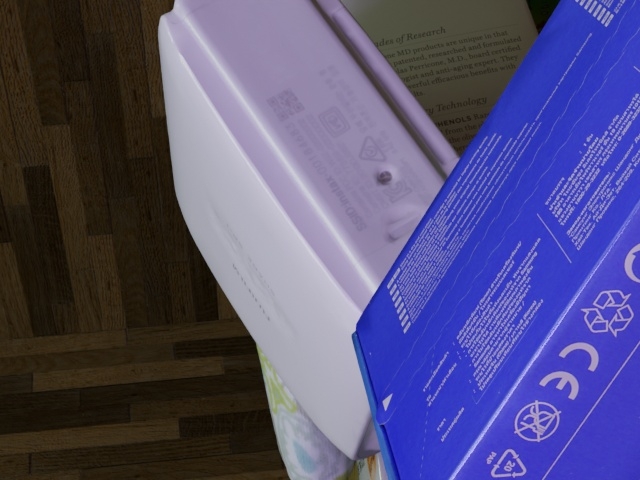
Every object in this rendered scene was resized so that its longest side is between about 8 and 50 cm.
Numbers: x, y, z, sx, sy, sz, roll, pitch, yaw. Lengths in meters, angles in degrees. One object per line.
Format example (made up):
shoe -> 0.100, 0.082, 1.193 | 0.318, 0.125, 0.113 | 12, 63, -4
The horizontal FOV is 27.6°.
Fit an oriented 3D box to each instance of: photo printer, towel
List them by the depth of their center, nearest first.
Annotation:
photo printer -> 0.000, 0.000, 0.820 | 0.256, 0.107, 0.307 | 55, 165, 16
towel -> -0.029, 0.000, 1.189 | 0.374, 0.090, 0.320 | -105, 4, -71

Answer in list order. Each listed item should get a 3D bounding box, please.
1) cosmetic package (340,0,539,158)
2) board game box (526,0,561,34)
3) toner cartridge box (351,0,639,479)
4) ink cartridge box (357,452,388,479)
cosmetic package -> 0.076, -0.139, 1.031 | 0.197, 0.155, 0.365 | 92, 164, -64
board game box -> 0.166, -0.181, 1.081 | 0.181, 0.043, 0.092 | 92, 171, -49
toner cartridge box -> 0.136, -0.051, 0.486 | 0.348, 0.075, 0.165 | -59, 16, 18
ink cartridge box -> 0.117, 0.155, 1.221 | 0.171, 0.168, 0.232 | 101, 163, -69
